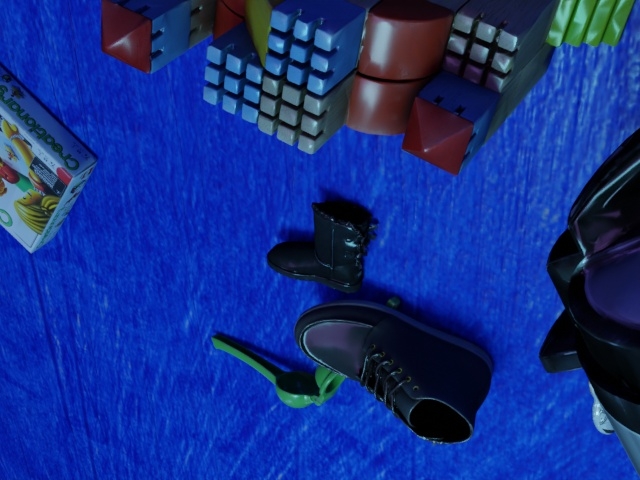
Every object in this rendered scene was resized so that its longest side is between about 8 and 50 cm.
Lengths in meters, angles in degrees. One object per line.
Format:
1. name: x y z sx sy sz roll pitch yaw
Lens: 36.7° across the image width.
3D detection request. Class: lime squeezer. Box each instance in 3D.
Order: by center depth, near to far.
1. lime squeezer: -0.006 0.144 1.163 0.310 0.058 0.110 -16 79 43

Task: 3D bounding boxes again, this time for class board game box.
1. board game box: -0.439 -0.145 1.243 0.305 0.053 0.193 44 137 0

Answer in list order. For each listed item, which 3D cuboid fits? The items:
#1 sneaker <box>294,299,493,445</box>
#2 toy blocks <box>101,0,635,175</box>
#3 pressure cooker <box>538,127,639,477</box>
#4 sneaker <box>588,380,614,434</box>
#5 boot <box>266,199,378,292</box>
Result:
1. sneaker: 0.067 0.134 1.013 0.222 0.118 0.083 14 118 11
2. toy blocks: 0.015 -0.173 0.745 0.381 0.261 0.191 27 134 16
3. pressure cooker: 0.365 0.071 0.586 0.420 0.369 0.375 59 179 -11
4. sneaker: 0.292 0.162 0.963 0.037 0.032 0.083 3 124 35
5. boot: -0.001 0.000 1.043 0.121 0.045 0.099 17 133 16
